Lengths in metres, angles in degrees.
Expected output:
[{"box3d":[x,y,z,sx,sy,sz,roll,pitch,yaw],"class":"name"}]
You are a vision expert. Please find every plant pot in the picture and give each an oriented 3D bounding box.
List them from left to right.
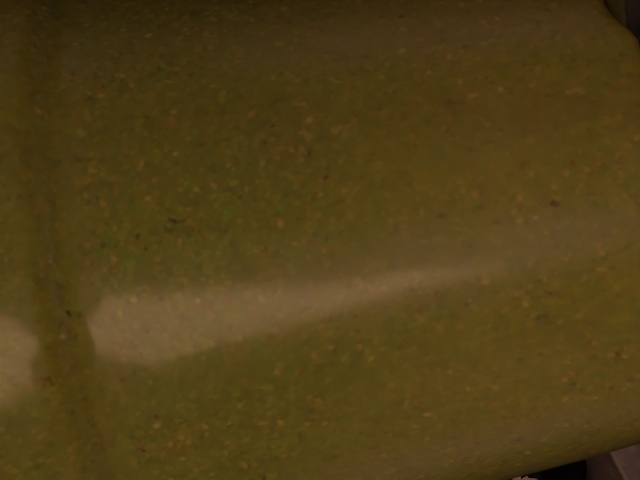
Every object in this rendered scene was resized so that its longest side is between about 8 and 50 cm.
[{"box3d":[0.000,0.000,0.637,0.254,0.276,0.276,-9,111,8],"class":"plant pot"}]

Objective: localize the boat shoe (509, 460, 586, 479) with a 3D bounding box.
[{"box3d":[-0.026,0.183,0.780,0.340,0.127,0.158,-17,104,22],"class":"boat shoe"}]
